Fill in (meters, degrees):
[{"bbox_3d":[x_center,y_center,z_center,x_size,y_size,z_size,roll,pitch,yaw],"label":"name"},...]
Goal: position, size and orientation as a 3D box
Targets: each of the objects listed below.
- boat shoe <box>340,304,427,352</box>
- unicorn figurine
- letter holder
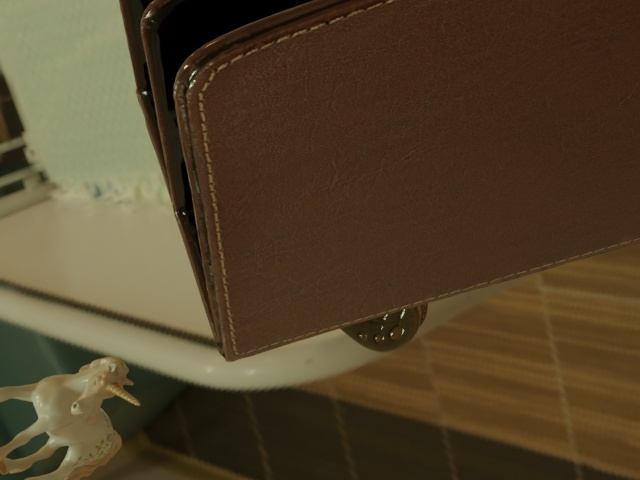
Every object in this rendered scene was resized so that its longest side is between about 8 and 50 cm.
[{"bbox_3d":[0.001,0.000,0.897,0.178,0.060,0.064,43,116,3],"label":"boat shoe"},{"bbox_3d":[-0.166,0.116,0.853,0.162,0.111,0.060,86,158,-73],"label":"unicorn figurine"},{"bbox_3d":[0.076,-0.100,0.549,0.214,0.302,0.152,89,163,-59],"label":"letter holder"}]
